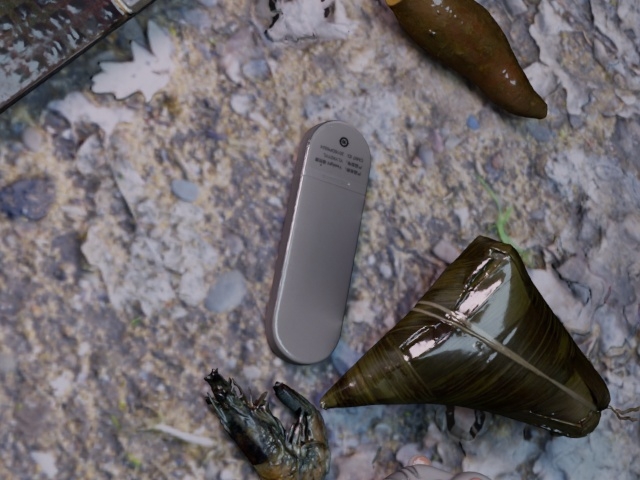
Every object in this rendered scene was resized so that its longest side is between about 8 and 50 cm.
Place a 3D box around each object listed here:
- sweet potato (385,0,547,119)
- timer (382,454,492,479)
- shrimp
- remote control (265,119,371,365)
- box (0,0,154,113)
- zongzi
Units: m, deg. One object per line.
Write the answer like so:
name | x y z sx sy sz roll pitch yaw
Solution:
sweet potato | 0.149 -0.209 1.110 0.244 0.077 0.077 41 66 -27
timer | 0.147 0.340 0.938 0.291 0.290 0.315 -26 71 -28
shrimp | -0.046 0.168 0.970 0.161 0.034 0.091 52 51 -18
remote control | 0.000 0.000 1.023 0.077 0.022 0.244 18 74 -26
box | -0.282 -0.214 0.896 0.325 0.047 0.180 -44 103 -25
zongzi | 0.153 0.157 1.046 0.241 0.111 0.247 -42 108 -8
